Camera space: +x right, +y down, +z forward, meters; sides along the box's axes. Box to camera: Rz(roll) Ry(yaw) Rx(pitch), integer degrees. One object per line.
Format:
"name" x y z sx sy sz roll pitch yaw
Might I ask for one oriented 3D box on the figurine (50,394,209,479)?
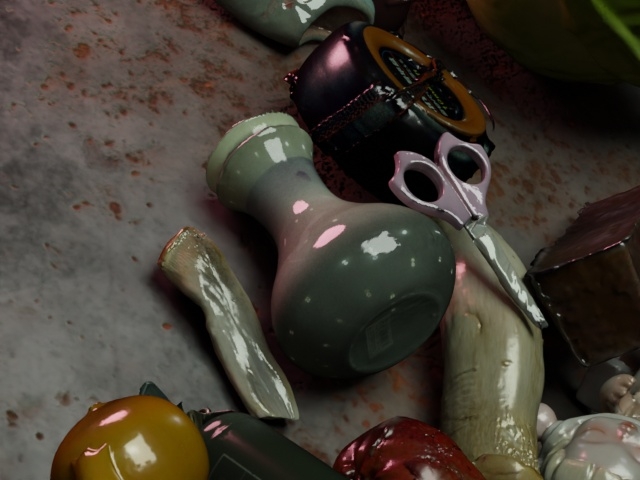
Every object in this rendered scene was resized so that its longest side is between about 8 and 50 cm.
"figurine" -0.109 0.236 1.318 0.228 0.215 0.215 31 42 3

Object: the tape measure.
"tape measure" 0.069 -0.122 1.793 0.202 0.135 0.223 52 22 18

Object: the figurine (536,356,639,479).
"figurine" 0.271 0.203 1.665 0.182 0.144 0.257 43 47 3

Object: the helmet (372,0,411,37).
"helmet" 0.060 -0.283 1.991 0.098 0.070 0.123 -18 64 -43

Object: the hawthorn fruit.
"hawthorn fruit" 0.082 0.233 1.503 0.172 0.148 0.148 29 41 -31

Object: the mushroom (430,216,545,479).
"mushroom" 0.148 0.106 1.671 0.095 0.123 0.351 34 36 -34

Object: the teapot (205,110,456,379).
"teapot" 0.000 0.000 1.641 0.183 0.183 0.251 -9 47 -39

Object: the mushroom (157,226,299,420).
"mushroom" -0.081 0.081 1.596 0.059 0.054 0.202 -21 72 -37

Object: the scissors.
"scissors" 0.148 -0.005 1.654 0.110 0.021 0.212 -24 75 -29

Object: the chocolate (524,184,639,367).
"chocolate" 0.302 0.028 1.785 0.112 0.112 0.321 66 23 -5

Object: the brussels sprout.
"brussels sprout" 0.318 -0.351 1.972 0.361 0.425 0.342 19 82 -61

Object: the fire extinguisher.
"fire extinguisher" -0.030 0.208 1.419 0.095 0.114 0.311 -46 45 -18

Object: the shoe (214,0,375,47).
"shoe" -0.025 -0.245 1.892 0.195 0.079 0.078 14 41 -29
